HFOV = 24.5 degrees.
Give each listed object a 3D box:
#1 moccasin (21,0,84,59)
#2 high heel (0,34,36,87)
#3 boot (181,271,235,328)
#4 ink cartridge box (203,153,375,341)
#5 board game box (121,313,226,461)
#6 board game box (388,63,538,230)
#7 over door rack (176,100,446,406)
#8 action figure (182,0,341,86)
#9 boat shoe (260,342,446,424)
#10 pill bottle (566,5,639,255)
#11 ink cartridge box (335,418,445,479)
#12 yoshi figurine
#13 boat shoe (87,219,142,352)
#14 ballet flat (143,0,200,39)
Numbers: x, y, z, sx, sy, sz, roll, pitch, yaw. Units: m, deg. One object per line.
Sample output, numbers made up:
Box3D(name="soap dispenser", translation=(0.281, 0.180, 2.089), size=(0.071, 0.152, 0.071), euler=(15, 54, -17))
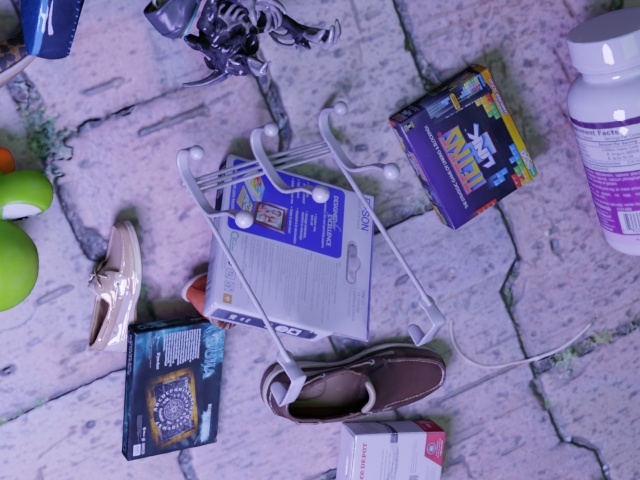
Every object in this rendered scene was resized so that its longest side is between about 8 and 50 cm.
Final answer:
Box3D(name="moccasin", translation=(-0.244, -0.359, 1.587), size=(0.116, 0.137, 0.342), euler=(7, 103, -27))
Box3D(name="high heel", translation=(-0.455, -0.224, 1.647), size=(0.261, 0.093, 0.186), euler=(-33, 93, -22))
Box3D(name="boot", translation=(-0.101, 0.055, 1.857), size=(0.158, 0.084, 0.059), euler=(-21, 126, -43))
Box3D(name="ink cartridge box", translation=(-0.035, 0.016, 1.820), size=(0.208, 0.045, 0.206), euler=(15, 62, -21))
Box3D(name="board game box", translation=(-0.184, 0.183, 1.850), size=(0.126, 0.026, 0.186), euler=(-7, 118, -28))
Box3D(name="board game box", translation=(0.188, -0.122, 1.922), size=(0.141, 0.048, 0.170), euler=(-34, 113, -10))
Box3D(name="over door rack", translation=(0.000, 0.000, 1.755), size=(0.239, 0.108, 0.324), euler=(-19, 79, -32))
Box3D(name="action figure", translation=(-0.059, -0.278, 1.706), size=(0.164, 0.141, 0.276), euler=(-6, 127, -57))
Box3D(name="boat shoe", translation=(0.055, 0.199, 1.933), size=(0.257, 0.095, 0.095), euler=(-10, 107, -18))
Box3D(name="pill bottle", translation=(0.421, -0.146, 1.937), size=(0.169, 0.169, 0.302), euler=(-24, 112, -13))
Box3D(name="ink cartridge box", translation=(0.093, 0.298, 1.995), size=(0.135, 0.056, 0.099), euler=(1, 104, -21))
Box3D(name="yoshi figurine", translation=(-0.469, 0.019, 1.651), size=(0.362, 0.203, 0.203), euler=(-12, 124, -19))
Box3D(name="boat shoe", translation=(-0.255, 0.059, 1.798), size=(0.059, 0.063, 0.170), euler=(-2, 106, -26))
Box3D(name="ballet flat", translation=(-0.148, -0.336, 1.729), size=(0.074, 0.074, 0.203), euler=(26, 96, -24))
